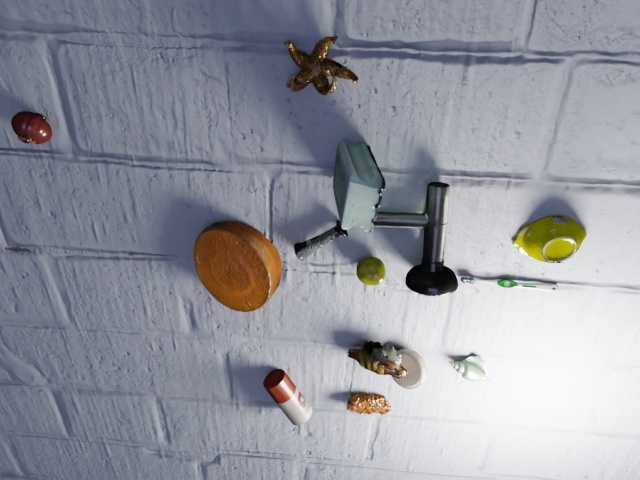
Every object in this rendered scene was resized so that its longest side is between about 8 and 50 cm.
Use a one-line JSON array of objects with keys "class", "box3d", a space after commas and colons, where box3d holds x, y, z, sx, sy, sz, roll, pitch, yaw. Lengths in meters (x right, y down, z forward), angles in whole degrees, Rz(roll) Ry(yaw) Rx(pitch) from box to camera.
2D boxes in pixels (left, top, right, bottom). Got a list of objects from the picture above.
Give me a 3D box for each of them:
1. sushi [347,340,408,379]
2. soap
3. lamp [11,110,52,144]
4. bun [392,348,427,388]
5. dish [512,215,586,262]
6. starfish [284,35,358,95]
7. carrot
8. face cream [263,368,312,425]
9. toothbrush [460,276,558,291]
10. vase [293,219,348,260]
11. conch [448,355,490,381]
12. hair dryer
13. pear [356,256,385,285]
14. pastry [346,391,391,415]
[{"class": "sushi", "box3d": [0.192, 0.400, 1.574, 0.226, 0.102, 0.097, 8, 157, 31]}, {"class": "soap", "box3d": [0.087, -0.149, 1.197, 0.094, 0.261, 0.150, 8, 120, -10]}, {"class": "lamp", "box3d": [-0.800, -0.311, 1.280, 0.101, 0.090, 0.101, 17, 155, 8]}, {"class": "bun", "box3d": [0.313, 0.440, 1.615, 0.138, 0.094, 0.138, 8, 105, 32]}, {"class": "dish", "box3d": [0.672, 0.010, 1.334, 0.208, 0.080, 0.148, -10, 118, 9]}, {"class": "starfish", "box3d": [0.003, -0.432, 1.140, 0.190, 0.074, 0.146, 8, 122, 1]}, {"class": "carrot", "box3d": [-0.264, 0.077, 1.462, 0.259, 0.100, 0.307, -26, 107, 21]}, {"class": "face cream", "box3d": [-0.122, 0.589, 1.735, 0.096, 0.095, 0.214, -22, 115, 17]}, {"class": "toothbrush", "box3d": [0.591, 0.135, 1.447, 0.305, 0.030, 0.030, 4, 120, 0]}, {"class": "vase", "box3d": [0.000, 0.000, 1.402, 0.167, 0.059, 0.059, -29, 114, 20]}, {"class": "conch", "box3d": [0.524, 0.445, 1.619, 0.180, 0.088, 0.065, 22, 163, -15]}, {"class": "hair dryer", "box3d": [0.254, -0.007, 1.377, 0.284, 0.156, 0.319, 0, 109, 29]}, {"class": "pear", "box3d": [0.159, 0.100, 1.428, 0.092, 0.097, 0.092, -18, 136, -18]}, {"class": "pastry", "box3d": [0.182, 0.611, 1.744, 0.170, 0.063, 0.087, 4, 129, -3]}]
